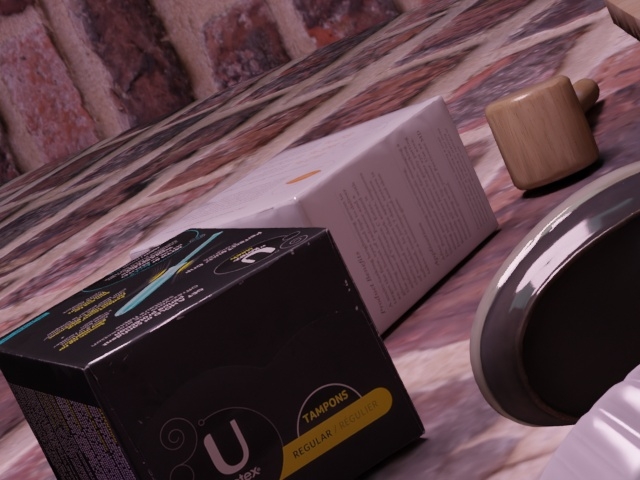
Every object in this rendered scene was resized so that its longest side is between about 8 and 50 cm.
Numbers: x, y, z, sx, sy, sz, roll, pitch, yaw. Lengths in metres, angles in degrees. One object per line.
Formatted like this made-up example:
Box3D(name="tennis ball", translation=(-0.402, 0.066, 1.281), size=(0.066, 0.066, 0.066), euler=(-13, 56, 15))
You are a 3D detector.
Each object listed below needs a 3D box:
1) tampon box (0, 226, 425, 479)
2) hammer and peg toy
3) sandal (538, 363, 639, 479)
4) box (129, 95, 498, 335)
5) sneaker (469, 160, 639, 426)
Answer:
Box3D(name="tampon box", translation=(-0.056, 0.065, 0.714), size=(0.120, 0.101, 0.161), euler=(-30, 12, -22))
Box3D(name="hammer and peg toy", translation=(0.266, -0.172, 1.053), size=(0.361, 0.127, 0.266), euler=(-24, 11, 9))
Box3D(name="sandal", translation=(0.176, 0.034, 0.397), size=(0.265, 0.076, 0.102), euler=(-36, 34, 3))
Box3D(name="box", translation=(0.000, 0.000, 0.933), size=(0.130, 0.091, 0.170), euler=(-17, 13, 38))
Box3D(name="sneaker", translation=(0.162, 0.005, 0.554), size=(0.222, 0.083, 0.118), euler=(-26, 11, -8))
